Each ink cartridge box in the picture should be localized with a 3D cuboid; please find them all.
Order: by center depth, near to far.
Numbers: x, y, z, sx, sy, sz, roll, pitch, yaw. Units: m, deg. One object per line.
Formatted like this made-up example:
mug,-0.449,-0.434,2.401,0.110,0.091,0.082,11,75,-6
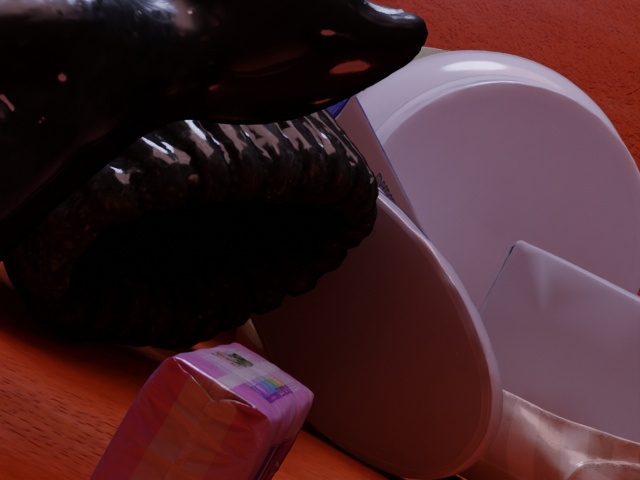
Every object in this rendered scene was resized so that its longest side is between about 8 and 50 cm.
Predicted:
ink cartridge box,0.231,0.125,1.004,0.289,0.121,0.211,25,3,-46

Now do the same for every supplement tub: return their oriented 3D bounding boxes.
supplement tub,0.091,-0.022,1.303,0.235,0.235,0.325,27,2,-11

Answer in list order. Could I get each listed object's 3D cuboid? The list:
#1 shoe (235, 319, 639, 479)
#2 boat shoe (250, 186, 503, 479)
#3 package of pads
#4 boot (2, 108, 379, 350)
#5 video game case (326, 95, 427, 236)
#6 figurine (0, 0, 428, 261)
shoe,0.060,0.078,0.850,0.219,0.058,0.076,28,2,19
boat shoe,0.000,0.000,0.813,0.258,0.095,0.084,53,16,23
package of pads,-0.029,0.052,0.422,0.032,0.050,0.083,33,2,6
boot,-0.163,-0.071,0.687,0.348,0.131,0.260,-12,64,-30
video game case,-0.052,-0.033,1.047,0.269,0.061,0.244,28,-21,38
figurine,-0.109,-0.068,0.536,0.209,0.092,0.215,-21,36,-39
